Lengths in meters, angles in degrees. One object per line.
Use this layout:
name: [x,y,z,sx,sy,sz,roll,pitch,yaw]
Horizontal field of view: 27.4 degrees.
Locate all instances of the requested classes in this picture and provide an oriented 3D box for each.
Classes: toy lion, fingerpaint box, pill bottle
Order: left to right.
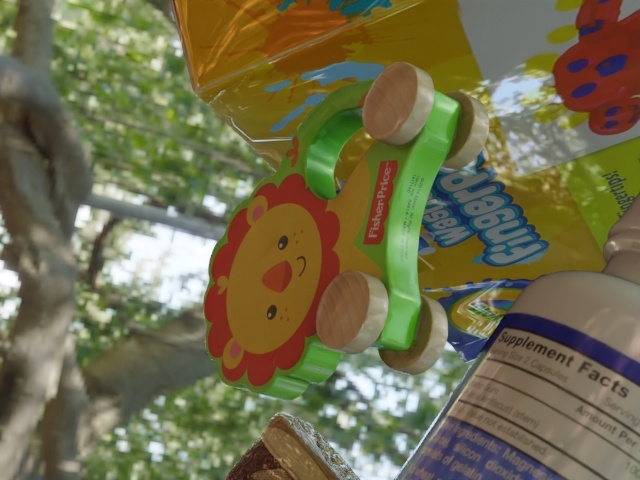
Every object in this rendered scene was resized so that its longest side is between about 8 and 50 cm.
toy lion: [0.000,0.000,0.404,0.096,0.034,0.100,1,-105,51]
pill bottle: [0.122,0.110,0.591,0.272,0.152,0.152,-54,-160,-12]
fingerpaint box: [0.170,-0.118,0.735,0.371,0.445,0.163,-22,-117,14]

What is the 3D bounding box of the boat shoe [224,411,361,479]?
boat shoe: [0.029,0.317,1.210,0.123,0.123,0.342,-44,-116,4]
